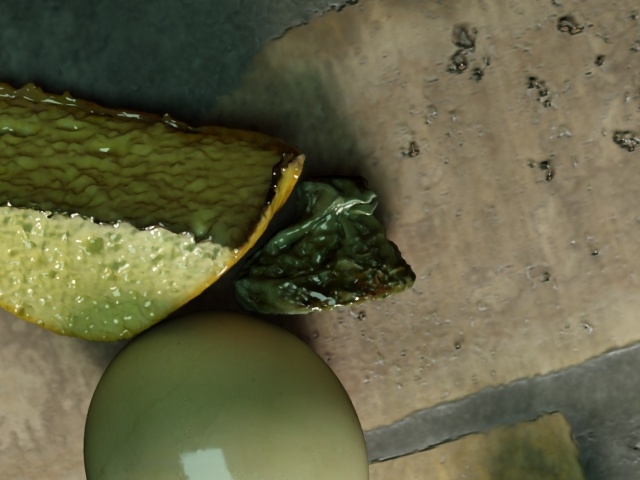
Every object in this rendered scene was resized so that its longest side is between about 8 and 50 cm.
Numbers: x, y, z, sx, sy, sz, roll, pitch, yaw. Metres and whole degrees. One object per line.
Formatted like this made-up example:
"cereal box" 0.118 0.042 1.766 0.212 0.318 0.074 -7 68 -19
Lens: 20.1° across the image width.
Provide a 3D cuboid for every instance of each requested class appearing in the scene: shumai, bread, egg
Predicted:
"shumai" 0.001 0.000 1.209 0.124 0.099 0.087 -12 99 -30
"bread" -0.143 -0.009 1.194 0.260 0.129 0.134 8 132 12
"egg" -0.061 0.154 1.224 0.186 0.186 0.241 -12 133 9
